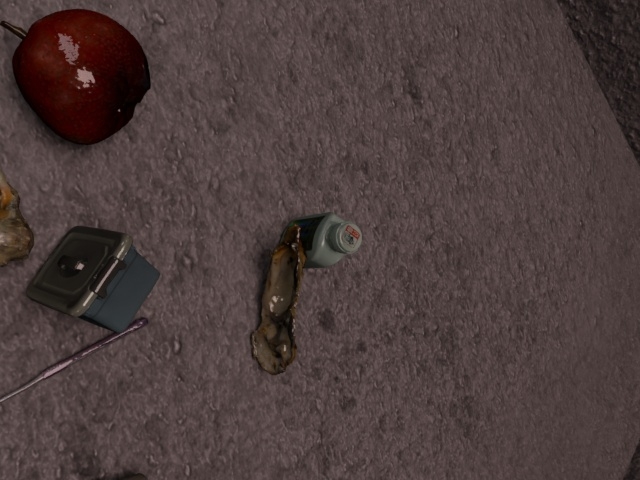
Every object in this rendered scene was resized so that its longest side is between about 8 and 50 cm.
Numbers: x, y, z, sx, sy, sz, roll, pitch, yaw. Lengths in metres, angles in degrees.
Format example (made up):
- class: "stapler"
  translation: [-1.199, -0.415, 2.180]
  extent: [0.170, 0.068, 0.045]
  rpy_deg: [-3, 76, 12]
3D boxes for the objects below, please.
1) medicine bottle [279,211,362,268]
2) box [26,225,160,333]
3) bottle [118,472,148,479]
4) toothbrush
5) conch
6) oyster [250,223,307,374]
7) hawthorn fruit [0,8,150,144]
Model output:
- class: "medicine bottle"
  translation: [0.000, 0.000, 1.314]
  extent: [0.083, 0.229, 0.121]
  rpy_deg: [33, 69, -29]
- class: "box"
  translation: [-0.405, 0.067, 1.044]
  extent: [0.130, 0.227, 0.162]
  rpy_deg: [47, 62, -39]
- class: "bottle"
  translation: [-0.424, 0.514, 1.062]
  extent: [0.233, 0.110, 0.109]
  rpy_deg: [-9, 92, -34]
- class: "toothbrush"
  translation: [-0.485, 0.229, 1.091]
  extent: [0.354, 0.024, 0.029]
  rpy_deg: [-28, 94, -32]
- class: "conch"
  translation: [-0.559, -0.046, 0.993]
  extent: [0.130, 0.155, 0.207]
  rpy_deg: [-1, 68, -12]
- class: "oyster"
  translation: [-0.076, 0.131, 1.285]
  extent: [0.079, 0.129, 0.345]
  rpy_deg: [4, 100, -40]
- class: "hawthorn fruit"
  translation: [-0.449, -0.318, 1.053]
  extent: [0.266, 0.210, 0.230]
  rpy_deg: [39, 69, -13]
